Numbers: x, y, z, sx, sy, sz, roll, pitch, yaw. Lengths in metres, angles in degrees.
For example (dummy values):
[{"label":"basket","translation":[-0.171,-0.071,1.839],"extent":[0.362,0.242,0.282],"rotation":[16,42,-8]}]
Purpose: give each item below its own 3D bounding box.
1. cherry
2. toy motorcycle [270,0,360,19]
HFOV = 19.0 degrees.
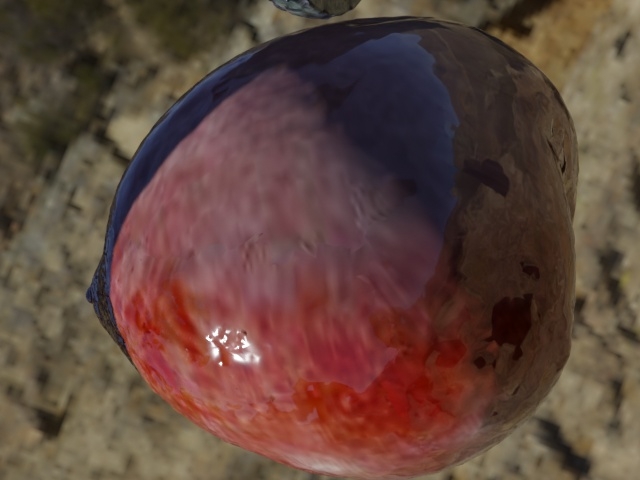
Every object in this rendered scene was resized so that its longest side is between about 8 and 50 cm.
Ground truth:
[{"label":"cherry","translation":[0.007,-0.004,0.905],"extent":[0.206,0.239,0.239],"rotation":[103,174,-52]},{"label":"toy motorcycle","translation":[-0.025,-0.160,0.602],"extent":[0.076,0.205,0.114],"rotation":[10,67,36]}]
